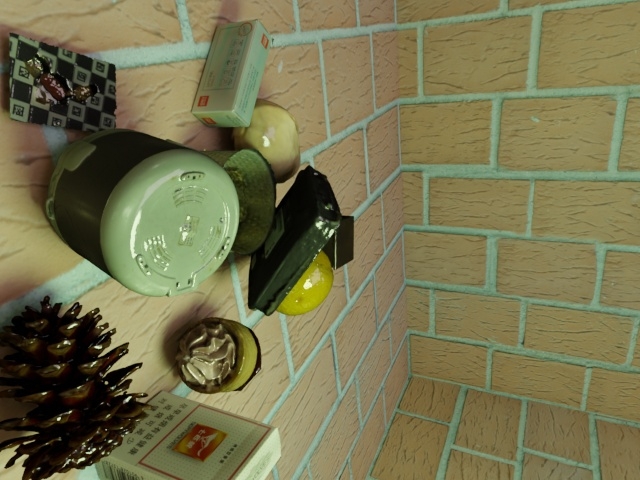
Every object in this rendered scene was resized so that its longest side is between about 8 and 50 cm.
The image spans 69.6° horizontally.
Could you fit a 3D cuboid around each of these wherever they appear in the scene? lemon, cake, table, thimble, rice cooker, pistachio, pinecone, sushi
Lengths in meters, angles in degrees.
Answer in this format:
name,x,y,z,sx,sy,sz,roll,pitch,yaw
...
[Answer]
name,x,y,z,sx,sy,sz,roll,pitch,yaw
lemon,-0.080,0.124,1.457,0.253,0.228,0.228,-56,163,20
cake,-0.261,0.281,1.124,0.178,0.208,0.185,49,54,-74
table,0.000,0.000,1.640,0.169,0.193,0.172,-22,115,-62
thimble,-0.238,-0.101,1.168,0.271,0.150,0.270,6,90,-65
rice cooker,-0.322,-0.057,0.857,0.288,0.277,0.288,-29,130,-42
pistachio,-0.142,-0.278,1.295,0.299,0.188,0.187,48,52,-68
pinecone,-0.431,0.236,0.772,0.246,0.247,0.291,-20,93,-62
sushi,-0.455,-0.267,0.819,0.201,0.031,0.139,-6,101,-61

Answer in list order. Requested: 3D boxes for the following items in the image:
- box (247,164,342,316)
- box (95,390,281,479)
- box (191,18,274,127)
name,x,y,z,sx,sy,sz,roll,pitch,yaw
box,-0.088,-0.011,1.243,0.350,0.091,0.359,-52,-158,19
box,-0.279,0.453,0.978,0.210,0.331,0.095,-38,128,-57
box,-0.219,-0.420,1.163,0.079,0.135,0.269,36,62,-61
